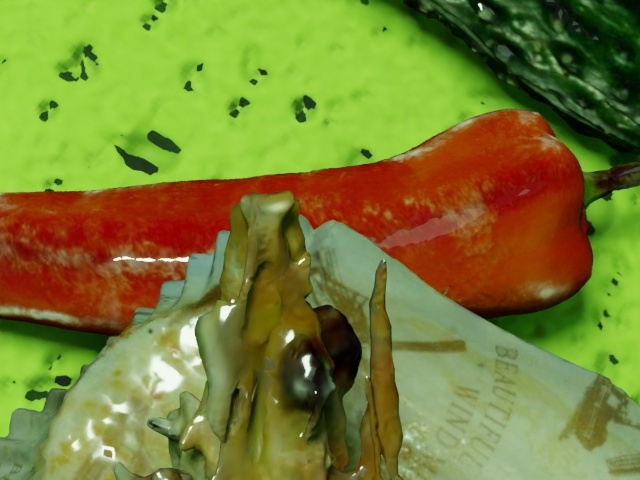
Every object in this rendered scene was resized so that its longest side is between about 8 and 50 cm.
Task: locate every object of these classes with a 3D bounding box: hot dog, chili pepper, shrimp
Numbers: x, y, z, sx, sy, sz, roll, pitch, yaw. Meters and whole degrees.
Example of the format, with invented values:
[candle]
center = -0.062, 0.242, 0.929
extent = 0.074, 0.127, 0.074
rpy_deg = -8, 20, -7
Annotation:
[hot dog]
center = 0.035, 0.106, 0.536
extent = 0.270, 0.082, 0.163
rpy_deg = 33, 89, -5
[chili pepper]
center = 0.000, 0.000, 0.583
extent = 0.272, 0.071, 0.063
rpy_deg = -7, 112, -7
[shrimp]
center = -0.050, 0.123, 0.467
extent = 0.152, 0.063, 0.287
rpy_deg = 7, 105, 12

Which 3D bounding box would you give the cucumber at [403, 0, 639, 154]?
[cucumber]
center = 0.006, -0.142, 0.615
extent = 0.359, 0.096, 0.096
rpy_deg = 35, 69, 4
